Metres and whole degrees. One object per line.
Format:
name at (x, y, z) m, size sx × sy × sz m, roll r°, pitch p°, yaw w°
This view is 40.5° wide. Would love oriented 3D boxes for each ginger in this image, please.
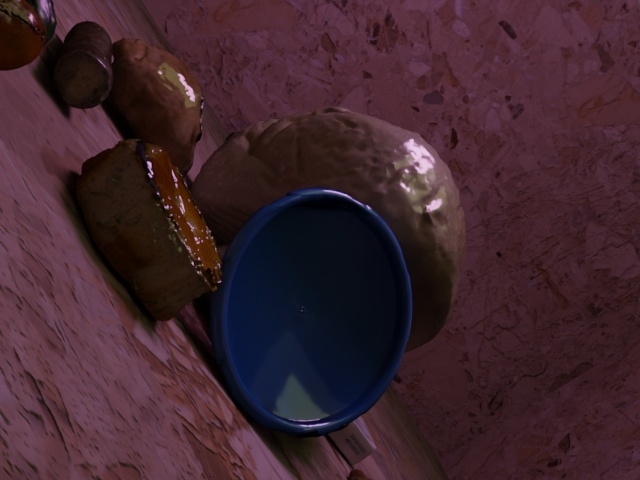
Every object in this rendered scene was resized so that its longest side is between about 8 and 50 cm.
ginger at (0.055, 0.317, 1.107) m, size 0.048 × 0.030 × 0.097 m, roll 31°, pitch -4°, yaw 5°
ginger at (-0.206, -0.155, 1.053) m, size 0.123 × 0.115 × 0.193 m, roll 26°, pitch 40°, yaw -50°

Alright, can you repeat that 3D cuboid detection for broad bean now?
broad bean at (-0.040, 0.112, 0.946) m, size 0.263 × 0.121 × 0.189 m, roll 41°, pitch 14°, yaw -25°

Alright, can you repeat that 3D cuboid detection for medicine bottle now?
medicine bottle at (0.001, 0.200, 1.219) m, size 0.201 × 0.052 × 0.171 m, roll 58°, pitch 1°, yaw -43°

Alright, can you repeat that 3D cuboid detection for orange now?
orange at (-0.232, -0.152, 0.595) m, size 0.086 × 0.062 × 0.086 m, roll 44°, pitch -7°, yaw 7°

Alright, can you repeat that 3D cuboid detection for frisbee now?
frisbee at (-0.009, 0.069, 0.847) m, size 0.045 × 0.242 × 0.242 m, roll 2°, pitch -49°, yaw 51°

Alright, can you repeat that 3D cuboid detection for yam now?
yam at (-0.247, -0.193, 0.915) m, size 0.061 × 0.061 × 0.253 m, roll 58°, pitch 1°, yaw -24°

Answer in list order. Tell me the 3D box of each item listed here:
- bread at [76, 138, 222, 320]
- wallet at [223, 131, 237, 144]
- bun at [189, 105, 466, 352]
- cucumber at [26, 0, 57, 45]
bread at (-0.137, -0.012, 0.701) m, size 0.140 × 0.069 × 0.128 m, roll 62°, pitch 2°, yaw -18°
wallet at (-0.026, -0.042, 1.332) m, size 0.321 × 0.044 × 0.170 m, roll 31°, pitch 50°, yaw -8°
bun at (0.023, -0.025, 1.075) m, size 0.349 × 0.227 × 0.352 m, roll 32°, pitch -33°, yaw -3°
cucumber at (-0.288, -0.259, 0.725) m, size 0.241 × 0.074 × 0.074 m, roll 60°, pitch 2°, yaw 8°
